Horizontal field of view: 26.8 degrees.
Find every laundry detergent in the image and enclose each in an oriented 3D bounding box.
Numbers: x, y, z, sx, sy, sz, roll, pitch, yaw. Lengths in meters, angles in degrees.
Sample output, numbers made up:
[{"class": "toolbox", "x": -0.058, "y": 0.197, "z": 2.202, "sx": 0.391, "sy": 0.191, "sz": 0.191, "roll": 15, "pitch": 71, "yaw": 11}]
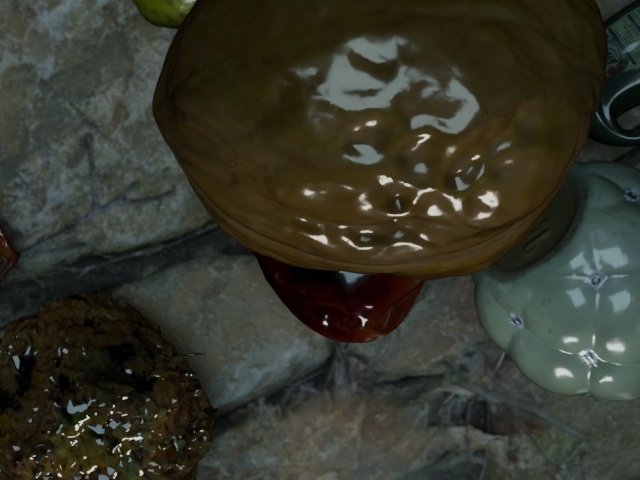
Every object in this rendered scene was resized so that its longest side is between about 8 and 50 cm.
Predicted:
[{"class": "laundry detergent", "x": 0.318, "y": -0.162, "z": 1.408, "sx": 0.221, "sy": 0.078, "sz": 0.144, "roll": -32, "pitch": 70, "yaw": 3}]

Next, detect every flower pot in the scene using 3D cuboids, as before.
[{"class": "flower pot", "x": 0.270, "y": 0.037, "z": 1.352, "sx": 0.195, "sy": 0.246, "sz": 0.246, "roll": 39, "pitch": 95, "yaw": -27}]

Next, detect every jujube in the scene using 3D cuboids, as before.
[{"class": "jujube", "x": 0.000, "y": 0.000, "z": 1.405, "sx": 0.236, "sy": 0.168, "sz": 0.168, "roll": 39, "pitch": 95, "yaw": 16}]

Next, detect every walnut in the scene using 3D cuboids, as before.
[{"class": "walnut", "x": 0.053, "y": -0.126, "z": 1.179, "sx": 0.397, "sy": 0.354, "sz": 0.308, "roll": 0, "pitch": 62, "yaw": -12}]

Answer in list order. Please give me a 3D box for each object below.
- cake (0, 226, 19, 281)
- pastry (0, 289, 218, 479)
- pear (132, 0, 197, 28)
[{"class": "cake", "x": -0.421, "y": 0.074, "z": 1.447, "sx": 0.135, "sy": 0.098, "sz": 0.287, "roll": 23, "pitch": 94, "yaw": 0}, {"class": "pastry", "x": -0.244, "y": 0.193, "z": 1.403, "sx": 0.274, "sy": 0.193, "sz": 0.275, "roll": 0, "pitch": 96, "yaw": 0}, {"class": "pear", "x": -0.157, "y": -0.353, "z": 1.379, "sx": 0.292, "sy": 0.159, "sz": 0.292, "roll": 0, "pitch": 97, "yaw": 2}]
